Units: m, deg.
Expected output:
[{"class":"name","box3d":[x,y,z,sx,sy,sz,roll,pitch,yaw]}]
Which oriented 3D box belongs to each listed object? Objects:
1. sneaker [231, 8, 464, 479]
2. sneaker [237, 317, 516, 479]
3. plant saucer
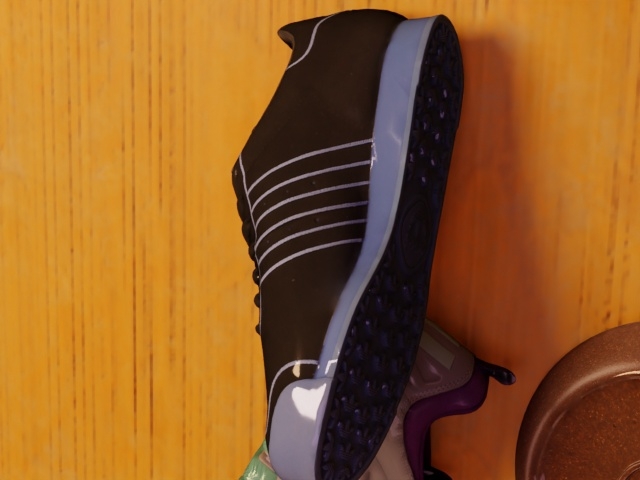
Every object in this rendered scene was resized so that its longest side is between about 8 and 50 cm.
[{"class":"sneaker","box3d":[0.000,0.000,0.660,0.090,0.081,0.232,5,70,27]},{"class":"sneaker","box3d":[0.007,0.135,0.725,0.098,0.083,0.224,31,109,3]},{"class":"plant saucer","box3d":[0.165,0.123,0.676,0.168,0.029,0.168,5,100,30]}]
